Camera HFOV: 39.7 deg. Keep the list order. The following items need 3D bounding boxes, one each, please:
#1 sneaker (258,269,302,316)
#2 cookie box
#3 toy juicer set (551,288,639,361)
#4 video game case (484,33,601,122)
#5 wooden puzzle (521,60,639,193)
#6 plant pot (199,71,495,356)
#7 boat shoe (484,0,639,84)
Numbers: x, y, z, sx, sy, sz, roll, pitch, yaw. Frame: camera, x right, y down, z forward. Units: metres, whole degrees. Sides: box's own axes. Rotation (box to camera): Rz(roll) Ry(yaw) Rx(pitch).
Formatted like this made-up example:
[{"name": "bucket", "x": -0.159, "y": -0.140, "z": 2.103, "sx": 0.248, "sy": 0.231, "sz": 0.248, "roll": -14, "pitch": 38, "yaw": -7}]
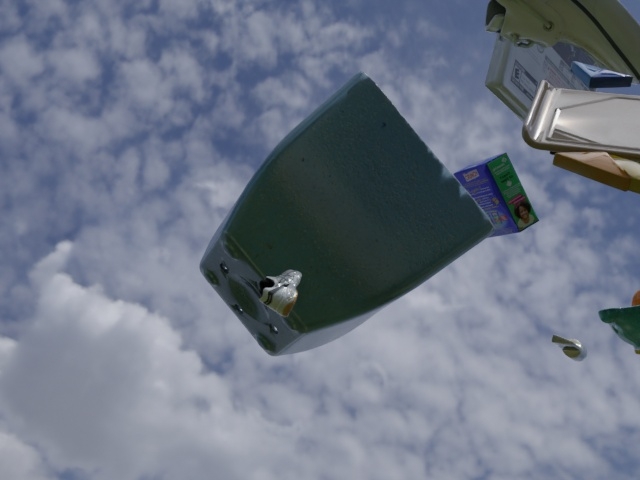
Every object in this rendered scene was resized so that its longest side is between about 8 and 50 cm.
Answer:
[{"name": "sneaker", "x": -0.041, "y": 0.043, "z": 0.858, "sx": 0.037, "sy": 0.083, "sz": 0.032, "roll": 26, "pitch": -75, "yaw": -7}, {"name": "cookie box", "x": 0.246, "y": -0.062, "z": 1.245, "sx": 0.040, "sy": 0.092, "sz": 0.107, "roll": -30, "pitch": -84, "yaw": -21}, {"name": "toy juicer set", "x": 0.489, "y": 0.123, "z": 1.344, "sx": 0.329, "sy": 0.089, "sz": 0.209, "roll": -6, "pitch": -15, "yaw": 1}, {"name": "video game case", "x": 0.234, "y": -0.192, "z": 0.888, "sx": 0.022, "sy": 0.173, "sz": 0.190, "roll": 6, "pitch": -15, "yaw": 41}, {"name": "wooden puzzle", "x": 0.127, "y": -0.049, "z": 0.386, "sx": 0.079, "sy": 0.116, "sz": 0.014, "roll": 17, "pitch": -55, "yaw": 21}, {"name": "plant pot", "x": 0.000, "y": 0.000, "z": 1.075, "sx": 0.248, "sy": 0.252, "sz": 0.247, "roll": 51, "pitch": -27, "yaw": 3}, {"name": "boat shoe", "x": 0.153, "y": -0.183, "z": 0.665, "sx": 0.226, "sy": 0.083, "sz": 0.076, "roll": 41, "pitch": -76, "yaw": -6}]
